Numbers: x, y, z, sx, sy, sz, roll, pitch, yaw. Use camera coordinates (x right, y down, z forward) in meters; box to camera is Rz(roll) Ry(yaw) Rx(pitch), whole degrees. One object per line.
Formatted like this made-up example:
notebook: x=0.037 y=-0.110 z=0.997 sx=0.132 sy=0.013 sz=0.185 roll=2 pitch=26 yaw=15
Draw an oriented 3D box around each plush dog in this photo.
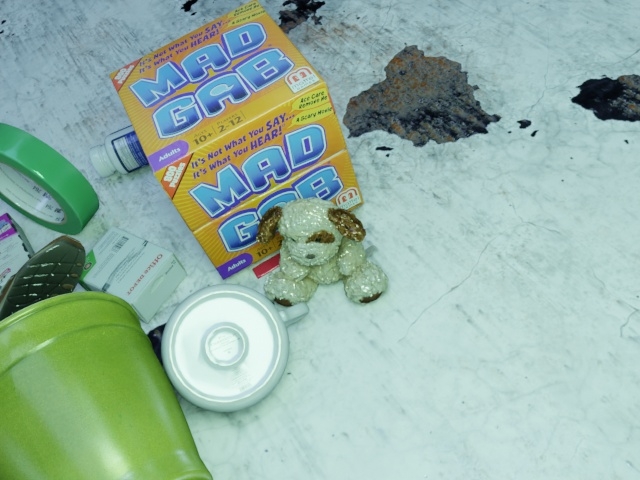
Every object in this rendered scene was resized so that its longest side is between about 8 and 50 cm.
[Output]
plush dog: x=0.000 y=0.000 z=1.383 sx=0.262 sy=0.225 sz=0.211 roll=-3 pitch=53 yaw=16

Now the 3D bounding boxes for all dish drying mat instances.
dish drying mat: x=-0.109 y=0.053 z=1.520 sx=0.083 sy=0.008 sz=0.032 roll=-30 pitch=51 yaw=-7

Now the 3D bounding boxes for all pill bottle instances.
pill bottle: x=-0.500 y=-0.238 z=1.806 sx=0.186 sy=0.112 sz=0.112 roll=-23 pitch=50 yaw=0

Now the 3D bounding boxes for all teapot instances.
teapot: x=-0.175 y=0.204 z=1.322 sx=0.255 sy=0.187 sz=0.253 roll=17 pitch=78 yaw=-1

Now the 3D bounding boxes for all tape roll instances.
tape roll: x=-0.691 y=-0.142 z=1.659 sx=0.321 sy=0.321 sz=0.077 roll=15 pitch=59 yaw=27

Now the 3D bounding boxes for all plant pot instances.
plant pot: x=-0.365 y=0.334 z=1.117 sx=0.366 sy=0.366 sz=0.353 roll=-40 pitch=60 yaw=-14

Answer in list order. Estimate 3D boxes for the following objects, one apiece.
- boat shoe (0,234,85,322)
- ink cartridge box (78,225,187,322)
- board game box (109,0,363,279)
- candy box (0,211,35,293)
boat shoe: x=-0.649 y=0.113 z=1.534 sx=0.324 sy=0.122 sz=0.120 roll=-49 pitch=38 yaw=8
ink cartridge box: x=-0.429 y=0.074 z=1.557 sx=0.208 sy=0.087 sz=0.153 roll=21 pitch=62 yaw=32
board game box: x=-0.172 y=-0.214 z=1.479 sx=0.356 sy=0.356 sz=0.357 roll=-29 pitch=51 yaw=-5
candy box: x=-0.788 y=0.056 z=1.700 sx=0.159 sy=0.071 sz=0.233 roll=-36 pitch=51 yaw=-10
